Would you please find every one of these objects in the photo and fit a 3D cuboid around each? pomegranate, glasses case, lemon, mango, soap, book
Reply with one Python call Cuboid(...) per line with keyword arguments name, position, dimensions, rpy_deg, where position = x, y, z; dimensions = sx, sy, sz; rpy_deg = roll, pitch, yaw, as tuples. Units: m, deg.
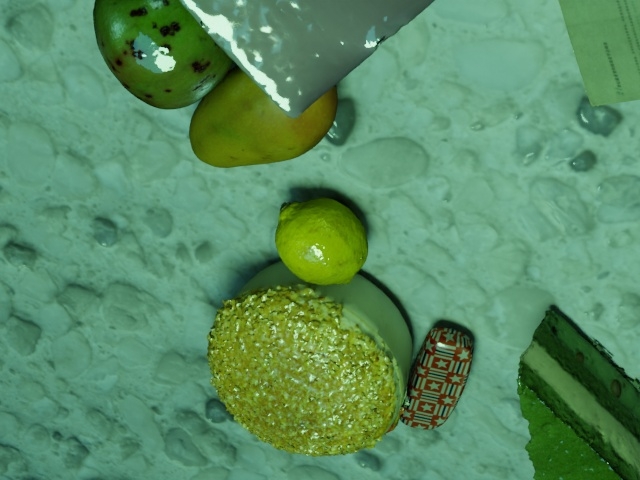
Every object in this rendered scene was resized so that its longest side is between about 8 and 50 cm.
Cuboid(name="pomegranate", position=(-0.157, -0.248, 1.783), dimensions=(0.179, 0.210, 0.179), rpy_deg=(48, 154, 33))
Cuboid(name="glasses case", position=(0.159, 0.185, 2.111), dimensions=(0.073, 0.049, 0.194), rpy_deg=(14, 136, -3))
Cuboid(name="lemon", position=(0.000, 0.000, 1.967), dimensions=(0.133, 0.109, 0.109), rpy_deg=(46, 133, -11))
Cuboid(name="mango", position=(-0.069, -0.147, 1.855), dimensions=(0.138, 0.113, 0.253), rpy_deg=(20, 150, -28))
Cuboid(name="soap", position=(-0.014, -0.320, 1.584), dimensions=(0.296, 0.107, 0.285), rpy_deg=(-38, 112, 12))
Cuboid(name="book", position=(0.390, -0.243, 1.618), dimensions=(0.282, 0.025, 0.215), rpy_deg=(-4, 128, 27))

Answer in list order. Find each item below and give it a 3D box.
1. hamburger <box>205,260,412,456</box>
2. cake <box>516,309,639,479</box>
Cuboid(name="hamburger", position=(-0.013, 0.166, 2.079), dimensions=(0.276, 0.179, 0.294), rpy_deg=(-2, 130, 27))
Cuboid(name="cake", position=(0.311, 0.241, 2.020), dimensions=(0.283, 0.158, 0.172), rpy_deg=(45, 135, -17))
